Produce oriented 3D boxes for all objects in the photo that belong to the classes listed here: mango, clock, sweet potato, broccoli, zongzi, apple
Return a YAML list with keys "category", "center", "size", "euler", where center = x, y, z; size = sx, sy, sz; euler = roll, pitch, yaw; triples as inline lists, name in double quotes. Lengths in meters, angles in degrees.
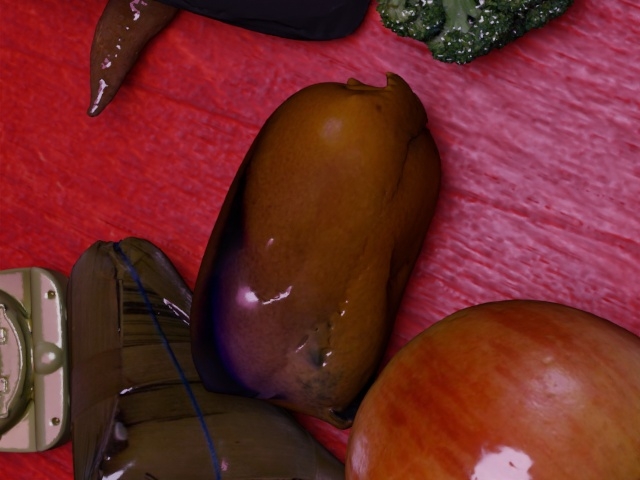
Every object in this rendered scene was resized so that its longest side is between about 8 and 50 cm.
- category: "mango"
  center: [0.000, 0.000, 0.958]
  size: [0.153, 0.201, 0.287]
  euler: [17, 76, 16]
- category: "clock"
  center: [-0.337, 0.114, 1.096]
  size: [0.232, 0.069, 0.170]
  euler: [-4, 86, 4]
- category: "sweet potato"
  center: [-0.138, -0.238, 1.069]
  size: [0.067, 0.059, 0.281]
  euler: [37, 98, 26]
- category: "broccoli"
  center: [0.116, -0.236, 0.955]
  size: [0.195, 0.156, 0.195]
  euler: [-17, 52, 23]
- category: "zongzi"
  center: [-0.072, 0.125, 1.032]
  size: [0.289, 0.123, 0.260]
  euler: [2, 60, -17]
- category: "apple"
  center: [0.155, 0.174, 0.872]
  size: [0.233, 0.286, 0.286]
  euler: [41, 101, 42]

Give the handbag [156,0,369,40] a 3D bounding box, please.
- category: "handbag"
  center: [-0.109, -0.282, 0.988]
  size: [0.332, 0.075, 0.191]
  euler: [9, 94, -18]
